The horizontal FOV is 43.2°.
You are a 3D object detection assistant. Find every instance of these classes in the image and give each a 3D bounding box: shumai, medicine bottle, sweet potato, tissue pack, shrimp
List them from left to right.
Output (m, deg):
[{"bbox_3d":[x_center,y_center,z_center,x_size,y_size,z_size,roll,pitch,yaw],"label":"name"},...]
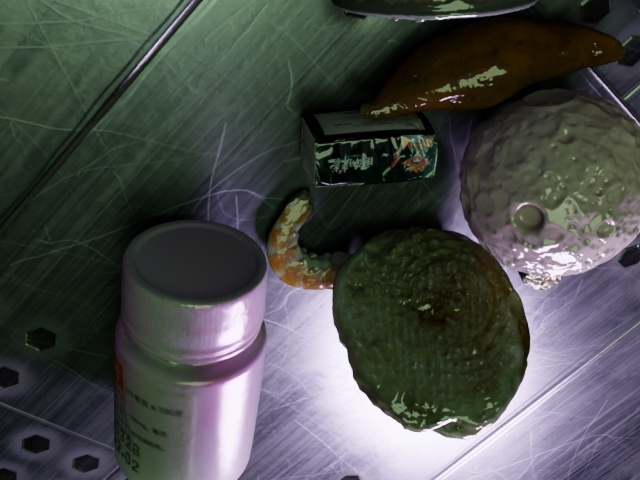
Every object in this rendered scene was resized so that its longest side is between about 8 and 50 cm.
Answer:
[{"bbox_3d":[-0.192,0.180,1.179,0.219,0.219,0.388,-1,127,-14],"label":"medicine bottle"},{"bbox_3d":[0.000,0.000,1.211,0.161,0.049,0.166,1,118,-13],"label":"shrimp"},{"bbox_3d":[0.064,-0.126,1.091,0.170,0.103,0.090,-7,120,-10],"label":"tissue pack"},{"bbox_3d":[0.154,0.158,1.261,0.304,0.309,0.263,22,157,7],"label":"shumai"},{"bbox_3d":[0.218,-0.230,1.047,0.359,0.112,0.112,-20,128,-2],"label":"sweet potato"}]

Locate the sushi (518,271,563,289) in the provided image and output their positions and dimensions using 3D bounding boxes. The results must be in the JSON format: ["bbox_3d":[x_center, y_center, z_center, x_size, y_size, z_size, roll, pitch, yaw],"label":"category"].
[{"bbox_3d":[0.357,0.005,1.276,0.090,0.078,0.150,3,126,-16],"label":"sushi"}]

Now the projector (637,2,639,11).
[{"bbox_3d":[0.551,-0.299,1.045,0.177,0.163,0.242,32,111,-30],"label":"projector"}]

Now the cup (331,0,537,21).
[{"bbox_3d":[0.158,-0.385,0.862,0.301,0.227,0.257,-15,121,-27],"label":"cup"}]

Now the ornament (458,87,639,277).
[{"bbox_3d":[0.315,-0.086,1.088,0.259,0.259,0.225,-15,117,-3],"label":"ornament"}]
